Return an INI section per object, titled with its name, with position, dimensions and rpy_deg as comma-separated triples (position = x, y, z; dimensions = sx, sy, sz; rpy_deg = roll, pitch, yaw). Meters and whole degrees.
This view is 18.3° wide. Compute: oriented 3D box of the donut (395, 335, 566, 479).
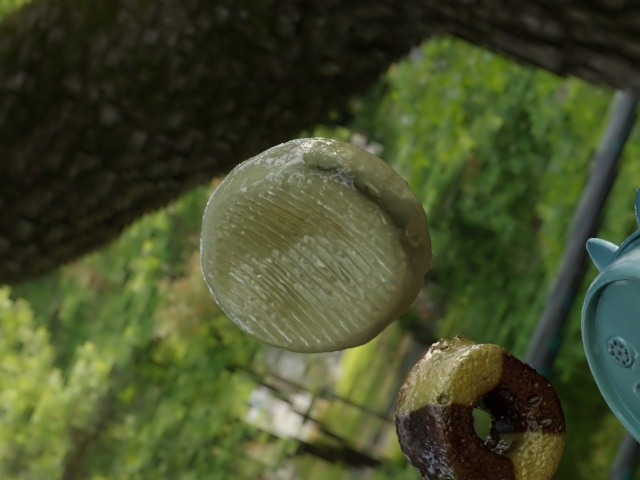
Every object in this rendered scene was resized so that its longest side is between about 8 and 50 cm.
[donut]
position = 0.125, 0.138, 1.508
dimensions = 0.059, 0.140, 0.140
rpy_deg = -19, 41, 55

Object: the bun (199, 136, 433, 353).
[bun]
position = 0.000, 0.000, 1.851
dimensions = 0.222, 0.222, 0.127
rpy_deg = -66, -7, 21

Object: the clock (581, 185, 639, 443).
[clock]
position = 0.303, 0.094, 1.591
dimensions = 0.094, 0.274, 0.223
rpy_deg = -30, -15, -28
